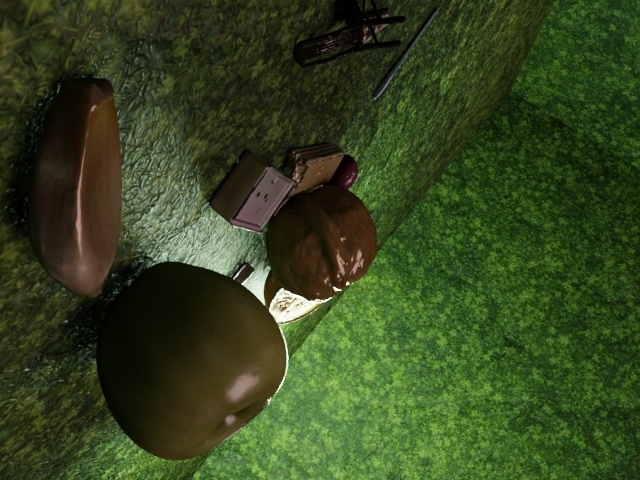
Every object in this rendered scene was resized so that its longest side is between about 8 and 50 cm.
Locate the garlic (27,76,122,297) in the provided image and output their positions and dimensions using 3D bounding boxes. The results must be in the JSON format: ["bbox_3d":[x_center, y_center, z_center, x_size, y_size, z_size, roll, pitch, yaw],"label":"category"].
[{"bbox_3d":[-0.304,-0.052,0.751,0.143,0.112,0.318,-76,-174,-61],"label":"garlic"}]

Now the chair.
[{"bbox_3d":[0.042,-0.406,1.130,0.212,0.101,0.084,-13,158,-4],"label":"chair"}]

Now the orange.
[{"bbox_3d":[-0.022,0.111,1.799,0.310,0.274,0.274,-12,-176,25],"label":"orange"}]

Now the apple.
[{"bbox_3d":[-0.249,0.223,1.143,0.357,0.357,0.357,-49,166,-17],"label":"apple"}]

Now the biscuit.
[{"bbox_3d":[-0.025,-0.176,1.470,0.108,0.062,0.239,-60,164,25],"label":"biscuit"}]

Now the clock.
[{"bbox_3d":[-0.139,-0.097,1.264,0.147,0.071,0.192,-55,166,5],"label":"clock"}]

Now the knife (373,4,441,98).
[{"bbox_3d":[0.236,-0.508,1.613,0.313,0.019,0.044,-54,174,2],"label":"knife"}]

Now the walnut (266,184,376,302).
[{"bbox_3d":[0.000,0.000,1.544,0.296,0.285,0.285,-27,159,-15],"label":"walnut"}]

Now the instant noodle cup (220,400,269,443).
[{"bbox_3d":[-0.287,0.423,1.649,0.296,0.214,0.296,-36,164,-13],"label":"instant noodle cup"}]

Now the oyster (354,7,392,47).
[{"bbox_3d":[0.112,-0.452,1.293,0.100,0.037,0.098,-58,165,19],"label":"oyster"}]

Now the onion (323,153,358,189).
[{"bbox_3d":[0.047,-0.185,1.616,0.115,0.104,0.115,-36,-151,24],"label":"onion"}]

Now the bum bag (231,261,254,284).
[{"bbox_3d":[-0.234,0.130,1.606,0.159,0.026,0.109,-52,166,-5],"label":"bum bag"}]
